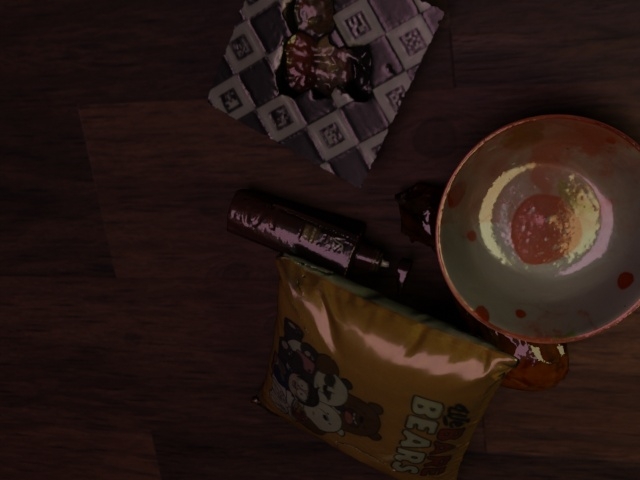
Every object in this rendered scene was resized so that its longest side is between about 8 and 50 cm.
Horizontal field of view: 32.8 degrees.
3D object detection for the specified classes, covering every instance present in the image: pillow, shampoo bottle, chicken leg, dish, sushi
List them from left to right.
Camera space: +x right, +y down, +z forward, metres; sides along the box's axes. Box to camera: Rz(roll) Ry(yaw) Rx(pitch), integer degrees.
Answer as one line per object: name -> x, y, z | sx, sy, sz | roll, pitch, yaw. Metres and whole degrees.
shampoo bottle -> -0.001, 0.002, 1.355 | 0.236, 0.067, 0.068 | 19, 112, 10
sushi -> 0.006, -0.214, 1.266 | 0.220, 0.047, 0.231 | 30, 116, 10
pillow -> 0.064, 0.177, 1.362 | 0.312, 0.119, 0.310 | 24, 134, 12
chicken leg -> 0.186, 0.063, 1.313 | 0.113, 0.093, 0.304 | -35, 95, 40
dish -> 0.259, -0.019, 1.230 | 0.260, 0.085, 0.260 | 1, 104, 4
